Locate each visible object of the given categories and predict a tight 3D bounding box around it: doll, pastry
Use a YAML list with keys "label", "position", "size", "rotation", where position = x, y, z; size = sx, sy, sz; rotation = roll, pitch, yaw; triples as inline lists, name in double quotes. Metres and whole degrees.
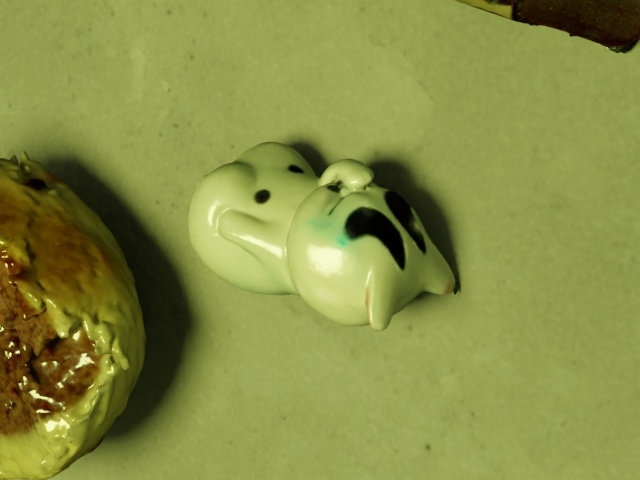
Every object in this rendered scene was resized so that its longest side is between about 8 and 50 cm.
- label: "doll"
  position: [-0.006, -0.004, 0.872]
  size: [0.181, 0.110, 0.107]
  rotation: [15, 123, 35]
- label: "pastry"
  position: [-0.235, 0.058, 1.010]
  size: [0.256, 0.170, 0.237]
  rotation: [43, 136, 18]

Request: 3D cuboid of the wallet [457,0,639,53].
- label: "wallet"
  position: [0.106, -0.198, 0.743]
  size: [0.232, 0.031, 0.122]
  rotation: [16, 105, -9]
